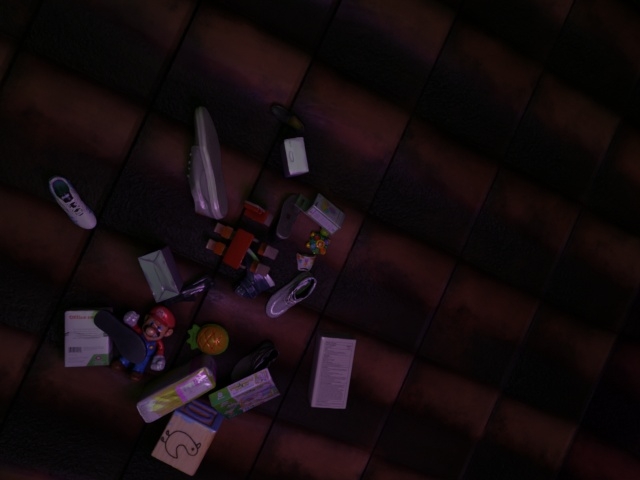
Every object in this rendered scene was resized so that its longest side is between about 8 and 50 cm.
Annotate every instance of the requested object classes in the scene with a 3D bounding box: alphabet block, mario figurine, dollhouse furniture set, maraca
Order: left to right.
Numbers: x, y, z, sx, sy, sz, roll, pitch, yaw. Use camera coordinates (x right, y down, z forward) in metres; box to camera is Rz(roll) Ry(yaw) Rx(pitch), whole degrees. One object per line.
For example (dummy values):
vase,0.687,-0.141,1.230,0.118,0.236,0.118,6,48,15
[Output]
mario figurine,-0.694,0.399,1.813,0.198,0.170,0.320,29,95,-42
alphabet block,-0.526,0.777,1.857,0.193,0.193,0.197,27,88,0
maraca,-0.466,0.406,1.908,0.186,0.099,0.127,4,85,12
dollhouse furniture set,-0.300,-0.016,1.823,0.262,0.135,0.259,24,86,23

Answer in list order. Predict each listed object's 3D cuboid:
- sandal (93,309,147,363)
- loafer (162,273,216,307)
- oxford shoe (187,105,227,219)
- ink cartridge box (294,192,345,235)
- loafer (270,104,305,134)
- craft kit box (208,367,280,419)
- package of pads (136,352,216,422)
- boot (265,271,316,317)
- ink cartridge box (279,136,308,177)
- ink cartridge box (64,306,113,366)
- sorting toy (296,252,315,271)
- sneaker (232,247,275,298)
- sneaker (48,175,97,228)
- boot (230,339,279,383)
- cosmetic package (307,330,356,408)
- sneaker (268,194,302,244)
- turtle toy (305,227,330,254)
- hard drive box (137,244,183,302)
sandal,-0.745,0.357,1.754,0.097,0.054,0.254,-45,84,2
loafer,-0.533,0.218,1.885,0.223,0.076,0.078,-29,92,-12
oxford shoe,-0.466,-0.302,1.829,0.130,0.169,0.448,-5,96,10
ink cartridge box,0.001,-0.128,1.952,0.209,0.109,0.062,39,125,-12
loafer,-0.132,-0.510,1.925,0.170,0.061,0.062,31,88,-12
craft kit box,-0.303,0.632,1.894,0.250,0.246,0.061,-24,56,-9
package of pads,-0.559,0.574,1.829,0.297,0.229,0.101,-27,99,-8
boot,-0.126,0.233,1.950,0.258,0.123,0.095,-45,102,-6
ink cartridge box,-0.110,-0.334,1.877,0.082,0.191,0.139,-10,97,-11
ink cartridge box,-0.903,0.373,1.809,0.160,0.092,0.219,2,93,-13
sorting toy,-0.065,0.098,2.002,0.083,0.045,0.075,8,112,-13
sneaker,-0.315,0.135,1.922,0.163,0.086,0.226,-32,100,-9
sneaker,-0.951,-0.141,1.765,0.085,0.086,0.237,-36,102,-9
boot,-0.279,0.520,1.919,0.246,0.161,0.083,-46,101,-6
cosmetic package,0.046,0.562,2.019,0.160,0.113,0.309,9,92,-13
sneaker,-0.156,-0.089,1.949,0.083,0.118,0.222,33,58,-17
turtle toy,0.000,0.000,1.989,0.095,0.066,0.130,24,89,-13
hard drive box,-0.609,0.121,1.783,0.089,0.232,0.181,-21,98,-9
